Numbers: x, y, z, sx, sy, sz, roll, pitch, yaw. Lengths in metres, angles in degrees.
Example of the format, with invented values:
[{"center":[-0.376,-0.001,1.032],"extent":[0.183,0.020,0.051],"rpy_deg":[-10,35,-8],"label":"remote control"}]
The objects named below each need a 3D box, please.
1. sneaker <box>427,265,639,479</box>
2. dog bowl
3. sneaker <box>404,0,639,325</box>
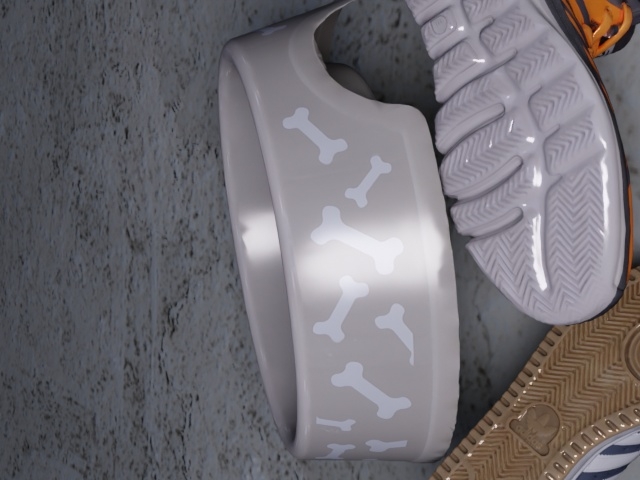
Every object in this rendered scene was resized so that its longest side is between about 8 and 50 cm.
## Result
[{"center":[0.193,0.135,0.821],"extent":[0.282,0.153,0.099],"rpy_deg":[-45,55,4],"label":"sneaker"},{"center":[0.000,0.000,0.863],"extent":[0.349,0.102,0.349],"rpy_deg":[170,90,-81],"label":"dog bowl"},{"center":[0.158,-0.106,0.754],"extent":[0.124,0.180,0.321],"rpy_deg":[-25,73,43],"label":"sneaker"}]
